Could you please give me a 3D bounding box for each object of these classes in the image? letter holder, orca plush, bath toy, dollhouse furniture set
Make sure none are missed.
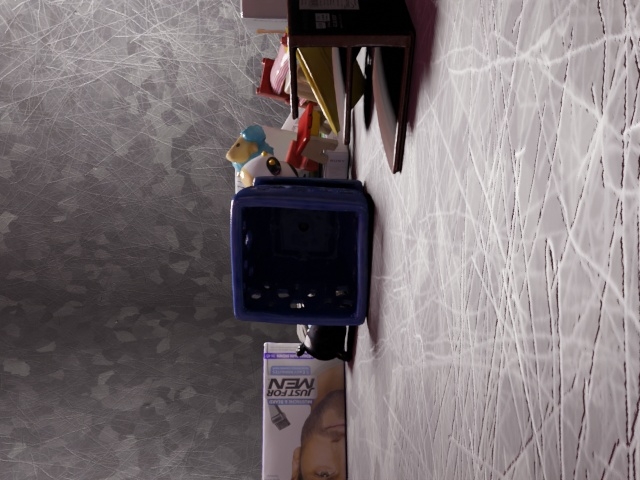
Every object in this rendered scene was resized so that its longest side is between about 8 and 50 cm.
[{"bbox_3d":[0.029,-0.242,1.205,0.301,0.152,0.214,-94,4,-55],"label":"letter holder"},{"bbox_3d":[0.041,0.197,1.793,0.151,0.102,0.287,-37,-17,-32],"label":"orca plush"},{"bbox_3d":[-0.053,-0.092,1.802,0.348,0.151,0.129,46,125,26],"label":"bath toy"},{"bbox_3d":[-0.054,-0.317,1.953,0.201,0.152,0.374,125,156,-52],"label":"dollhouse furniture set"}]

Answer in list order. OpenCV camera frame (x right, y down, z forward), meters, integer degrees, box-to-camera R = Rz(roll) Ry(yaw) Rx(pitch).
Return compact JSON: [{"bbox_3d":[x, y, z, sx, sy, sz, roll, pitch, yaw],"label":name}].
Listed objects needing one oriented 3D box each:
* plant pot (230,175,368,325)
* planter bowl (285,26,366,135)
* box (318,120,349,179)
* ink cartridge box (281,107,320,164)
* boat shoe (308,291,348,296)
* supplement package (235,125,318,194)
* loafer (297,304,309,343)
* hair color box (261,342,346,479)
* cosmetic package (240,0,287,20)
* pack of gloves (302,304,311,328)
[{"bbox_3d":[-0.030,0.003,1.560,0.212,0.236,0.235,-81,-7,-68],"label":"plant pot"},{"bbox_3d":[0.023,-0.304,1.563,0.217,0.090,0.217,-25,-90,-89],"label":"planter bowl"},{"bbox_3d":[0.024,-0.133,2.075,0.232,0.059,0.322,-94,7,-53],"label":"box"},{"bbox_3d":[-0.040,-0.217,2.287,0.207,0.119,0.353,-68,-15,-51],"label":"ink cartridge box"},{"bbox_3d":[0.002,0.001,1.904,0.109,0.091,0.304,34,-135,-61],"label":"boat shoe"},{"bbox_3d":[-0.101,-0.132,2.077,0.194,0.149,0.203,-63,-19,-49],"label":"supplement package"},{"bbox_3d":[-0.008,0.138,2.280,0.111,0.112,0.319,-130,36,-66],"label":"loafer"},{"bbox_3d":[-0.038,0.404,1.944,0.110,0.185,0.338,103,167,-70],"label":"hair color box"},{"bbox_3d":[-0.031,-0.480,1.630,0.453,0.230,0.161,-103,13,-80],"label":"cosmetic package"},{"bbox_3d":[-0.032,0.131,2.097,0.232,0.046,0.195,-113,26,-50],"label":"pack of gloves"}]
